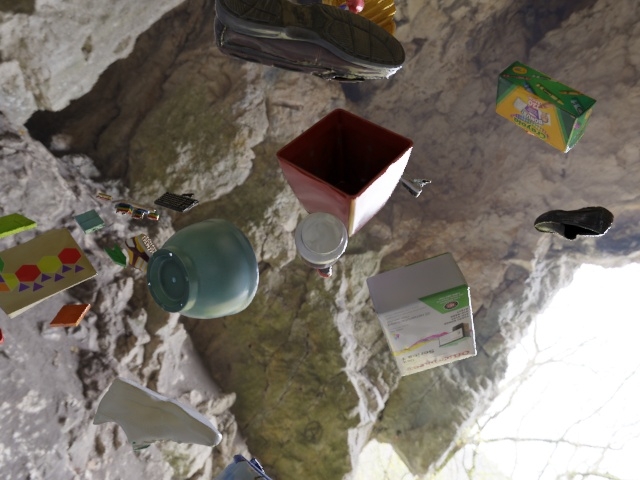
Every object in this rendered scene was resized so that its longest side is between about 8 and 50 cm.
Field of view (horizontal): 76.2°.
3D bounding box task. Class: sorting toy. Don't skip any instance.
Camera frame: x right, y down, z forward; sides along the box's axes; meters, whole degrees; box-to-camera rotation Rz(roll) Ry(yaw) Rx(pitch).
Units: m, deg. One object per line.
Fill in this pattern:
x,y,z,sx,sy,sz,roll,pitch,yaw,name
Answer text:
-0.777,-0.125,1.663,0.132,0.046,0.275,0,-16,45,sorting toy

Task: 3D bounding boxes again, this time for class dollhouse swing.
0.175,-0.916,1.675,0.346,0.315,0.304,53,17,-45,dollhouse swing

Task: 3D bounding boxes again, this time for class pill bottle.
0.000,0.000,0.858,0.108,0.108,0.193,46,-7,5,pill bottle

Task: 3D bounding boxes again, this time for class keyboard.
-0.522,-0.151,1.501,0.180,0.108,0.023,17,-46,33,keyboard

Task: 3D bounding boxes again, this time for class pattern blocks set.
-0.574,0.062,0.823,0.285,0.325,0.026,56,-36,17,pattern blocks set

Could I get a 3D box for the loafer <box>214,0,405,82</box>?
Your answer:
-0.016,-0.312,0.652,0.303,0.108,0.095,8,-25,-18,loafer

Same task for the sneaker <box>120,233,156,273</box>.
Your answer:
-0.535,0.072,1.252,0.069,0.084,0.185,-102,169,-75,sneaker

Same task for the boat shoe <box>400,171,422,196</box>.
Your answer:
0.346,-0.227,1.630,0.142,0.049,0.040,52,-41,34,boat shoe

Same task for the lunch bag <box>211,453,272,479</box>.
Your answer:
-0.070,0.513,0.691,0.303,0.115,0.243,2,-55,55,lunch bag

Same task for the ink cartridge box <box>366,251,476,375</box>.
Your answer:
0.246,0.185,0.971,0.117,0.202,0.278,-101,170,-49,ink cartridge box

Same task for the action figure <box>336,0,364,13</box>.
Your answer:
0.057,-0.708,1.093,0.139,0.280,0.091,0,-16,11,action figure

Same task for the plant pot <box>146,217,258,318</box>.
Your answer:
-0.347,0.092,1.134,0.293,0.293,0.196,42,27,18,plant pot

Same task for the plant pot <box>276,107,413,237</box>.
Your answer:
0.069,-0.172,1.164,0.267,0.267,0.235,34,-29,26,plant pot

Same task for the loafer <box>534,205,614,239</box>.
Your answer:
0.676,-0.041,1.114,0.076,0.078,0.223,33,-12,-15,loafer

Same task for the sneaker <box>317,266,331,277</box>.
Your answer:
0.002,0.049,1.371,0.157,0.061,0.064,58,-33,35,sneaker

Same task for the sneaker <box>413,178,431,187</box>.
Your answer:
0.415,-0.232,1.660,0.032,0.036,0.083,9,-2,-36,sneaker

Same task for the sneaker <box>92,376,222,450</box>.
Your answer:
-0.279,0.322,0.703,0.212,0.094,0.080,31,-22,-11,sneaker

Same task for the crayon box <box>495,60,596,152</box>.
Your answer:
0.683,-0.416,1.265,0.278,0.081,0.165,48,-4,31,crayon box

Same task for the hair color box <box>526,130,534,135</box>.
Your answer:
0.786,-0.441,1.410,0.093,0.167,0.053,19,-5,0,hair color box
